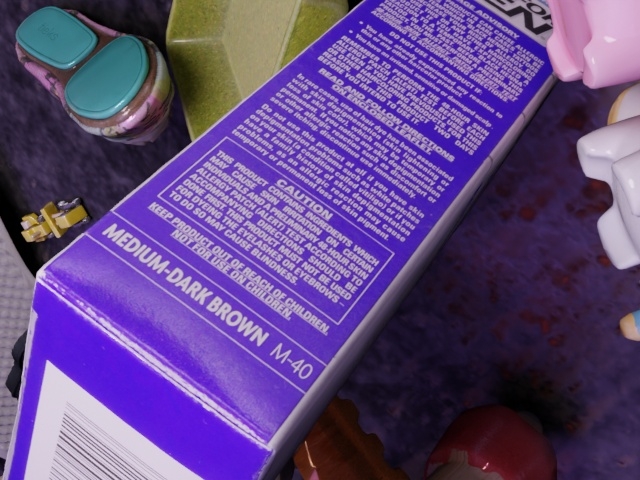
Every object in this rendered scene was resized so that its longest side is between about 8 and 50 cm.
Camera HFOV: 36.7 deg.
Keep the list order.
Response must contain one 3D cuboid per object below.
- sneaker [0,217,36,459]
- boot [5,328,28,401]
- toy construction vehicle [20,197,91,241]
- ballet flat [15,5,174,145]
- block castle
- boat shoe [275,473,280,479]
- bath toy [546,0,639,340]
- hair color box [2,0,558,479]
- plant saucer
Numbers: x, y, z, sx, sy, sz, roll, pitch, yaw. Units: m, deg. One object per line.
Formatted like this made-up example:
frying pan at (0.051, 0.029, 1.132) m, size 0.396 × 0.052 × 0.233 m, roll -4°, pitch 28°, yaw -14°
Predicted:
sneaker at (-0.356, 0.059, 0.987) m, size 0.150 × 0.135 × 0.366 m, roll 29°, pitch 138°, yaw 46°
boot at (-0.174, 0.115, 0.669) m, size 0.099 × 0.045 × 0.121 m, roll 51°, pitch 139°, yaw 13°
toy construction vehicle at (-0.246, 0.007, 0.906) m, size 0.098 × 0.035 × 0.086 m, roll -4°, pitch 119°, yaw 40°
ballet flat at (-0.152, -0.110, 0.688) m, size 0.221 × 0.077 × 0.079 m, roll 34°, pitch 165°, yaw 48°
block castle at (-0.053, 0.188, 0.778) m, size 0.303 × 0.213 × 0.453 m, roll 52°, pitch 132°, yaw 10°
boat shoe at (-0.060, 0.119, 0.574) m, size 0.056 × 0.048 × 0.153 m, roll 13°, pitch 116°, yaw 35°
bath toy at (0.165, -0.105, 0.436) m, size 0.129 × 0.151 × 0.348 m, roll -20°, pitch 111°, yaw 4°
hair color box at (0.000, 0.000, 0.483) m, size 0.110 × 0.339 × 0.185 m, roll 36°, pitch 137°, yaw 8°
plant saucer at (-0.040, -0.129, 0.577) m, size 0.188 × 0.045 × 0.188 m, roll 115°, pitch 145°, yaw -46°
